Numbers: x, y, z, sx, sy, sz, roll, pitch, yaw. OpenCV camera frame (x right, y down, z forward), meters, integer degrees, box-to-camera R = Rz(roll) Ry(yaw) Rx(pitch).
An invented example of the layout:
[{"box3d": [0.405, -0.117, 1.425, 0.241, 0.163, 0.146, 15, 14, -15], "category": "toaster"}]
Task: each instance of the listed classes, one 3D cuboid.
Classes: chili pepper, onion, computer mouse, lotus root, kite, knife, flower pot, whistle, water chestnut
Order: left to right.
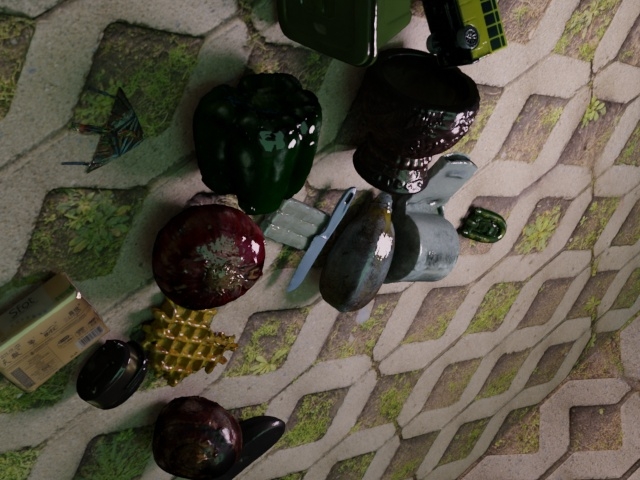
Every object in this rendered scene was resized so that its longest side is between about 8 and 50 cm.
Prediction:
[{"box3d": [-0.394, -0.202, 1.598, 0.160, 0.010, 0.183, 6, 116, -46], "category": "kite"}, {"box3d": [-0.307, 0.482, 2.112, 0.224, 0.238, 0.223, 3, 130, 3], "category": "water chestnut"}, {"box3d": [-0.239, 0.032, 1.801, 0.246, 0.190, 0.246, -10, 121, -16], "category": "onion"}, {"box3d": [-0.219, 0.559, 2.329, 0.270, 0.086, 0.137, -41, 147, 3], "category": "computer mouse"}, {"box3d": [-0.124, -0.192, 1.700, 0.249, 0.233, 0.256, -22, 140, -25], "category": "chili pepper"}, {"box3d": [0.000, 0.000, 2.079, 0.044, 0.019, 0.313, 19, 107, -42], "category": "knife"}, {"box3d": [0.109, 0.033, 2.159, 0.158, 0.140, 0.322, 22, 102, -13], "category": "lotus root"}, {"box3d": [0.201, -0.261, 1.946, 0.267, 0.266, 0.267, -17, 142, -34], "category": "flower pot"}, {"box3d": [0.264, -0.052, 2.236, 0.168, 0.188, 0.404, 4, 107, -43], "category": "whistle"}]

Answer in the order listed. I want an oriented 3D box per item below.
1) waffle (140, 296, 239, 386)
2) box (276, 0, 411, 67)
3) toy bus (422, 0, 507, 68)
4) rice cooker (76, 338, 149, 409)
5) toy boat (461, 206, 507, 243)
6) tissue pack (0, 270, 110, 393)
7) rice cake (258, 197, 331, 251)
[{"box3d": [-0.296, 0.216, 1.990, 0.260, 0.069, 0.293, -24, 134, -30], "category": "waffle"}, {"box3d": [0.048, -0.520, 1.594, 0.178, 0.253, 0.328, -37, 143, -36], "category": "box"}, {"box3d": [0.300, -0.520, 1.846, 0.150, 0.128, 0.262, -27, 108, -28], "category": "toy bus"}, {"box3d": [-0.456, 0.291, 1.860, 0.165, 0.112, 0.106, -52, 136, 3], "category": "rice cooker"}, {"box3d": [0.495, -0.042, 2.559, 0.210, 0.052, 0.104, 16, 106, -48], "category": "toy boat"}, {"box3d": [-0.554, 0.187, 1.698, 0.222, 0.090, 0.186, -38, 143, -12], "category": "tissue pack"}, {"box3d": [-0.056, -0.039, 2.036, 0.124, 0.038, 0.211, -54, 142, 5], "category": "rice cake"}]
